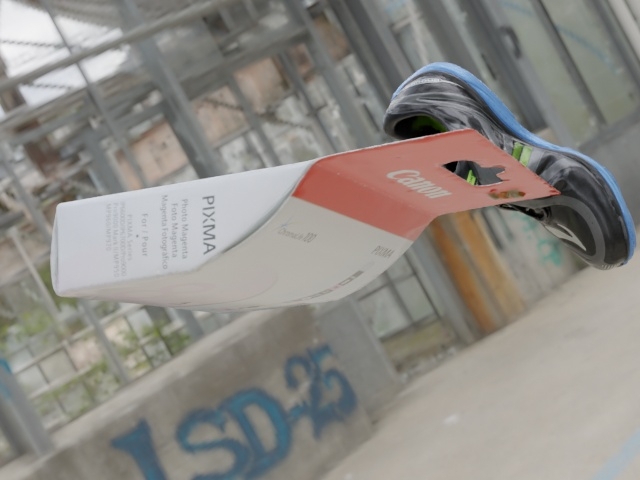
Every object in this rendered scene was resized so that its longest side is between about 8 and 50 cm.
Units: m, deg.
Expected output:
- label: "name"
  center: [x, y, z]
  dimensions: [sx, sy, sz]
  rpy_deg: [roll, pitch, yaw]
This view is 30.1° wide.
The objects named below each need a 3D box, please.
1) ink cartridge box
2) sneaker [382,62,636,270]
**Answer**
- label: "ink cartridge box"
  center: [0.000, 0.000, 0.659]
  dimensions: [0.232, 0.066, 0.189]
  rpy_deg: [-4, -8, 24]
- label: "sneaker"
  center: [0.117, -0.038, 0.759]
  dimensions: [0.078, 0.188, 0.067]
  rpy_deg: [-40, -21, -29]
